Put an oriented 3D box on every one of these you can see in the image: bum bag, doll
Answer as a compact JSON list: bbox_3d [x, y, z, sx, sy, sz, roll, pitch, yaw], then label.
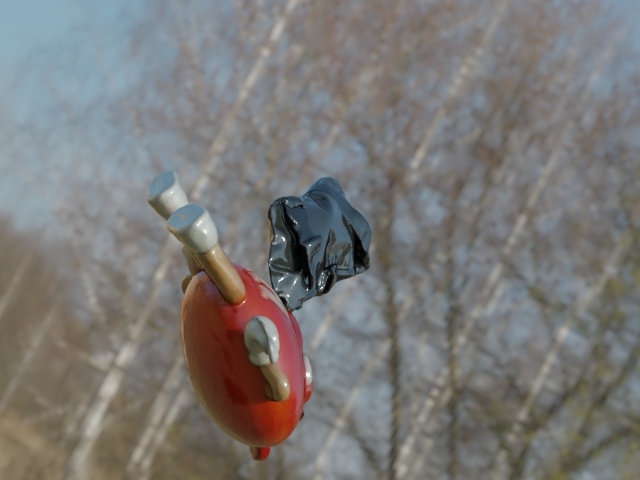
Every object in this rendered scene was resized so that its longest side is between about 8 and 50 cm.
[{"bbox_3d":[0.000,0.000,1.464,0.049,0.087,0.198,-14,5,20],"label":"bum bag"},{"bbox_3d":[-0.059,0.062,1.342,0.183,0.085,0.217,-140,-151,-69],"label":"doll"}]
